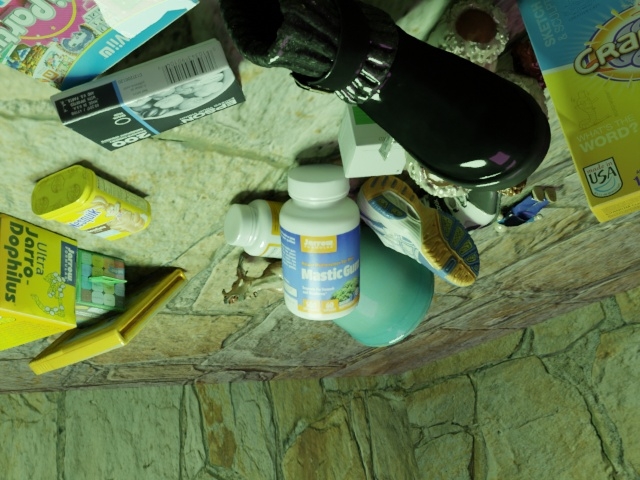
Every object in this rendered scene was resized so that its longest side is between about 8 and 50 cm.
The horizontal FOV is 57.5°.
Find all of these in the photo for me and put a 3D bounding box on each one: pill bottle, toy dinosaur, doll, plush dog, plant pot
[{"bbox_3d":[0.000,0.000,1.105,0.152,0.152,0.272,-6,116,-8],"label":"pill bottle"},{"bbox_3d":[-0.110,0.090,1.484,0.200,0.127,0.296,-11,171,24],"label":"toy dinosaur"},{"bbox_3d":[0.490,-0.066,1.420,0.129,0.046,0.189,2,155,-22],"label":"doll"},{"bbox_3d":[0.227,-0.187,0.856,0.225,0.262,0.210,9,-174,-17],"label":"plush dog"},{"bbox_3d":[-0.086,-0.022,1.212,0.215,0.117,0.117,7,153,-33],"label":"pill bottle"},{"bbox_3d":[0.085,0.078,1.362,0.272,0.271,0.255,-24,139,32],"label":"plant pot"}]

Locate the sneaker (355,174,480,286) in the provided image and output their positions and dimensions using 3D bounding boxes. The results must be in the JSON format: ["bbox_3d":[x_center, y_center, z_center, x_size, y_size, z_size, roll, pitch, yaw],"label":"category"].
[{"bbox_3d":[0.198,-0.014,1.207,0.112,0.296,0.131,-45,177,-24],"label":"sneaker"}]

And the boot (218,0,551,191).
[{"bbox_3d":[0.059,-0.187,0.632,0.260,0.348,0.131,16,109,-50],"label":"boot"}]

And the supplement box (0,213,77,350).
[{"bbox_3d":[-0.703,0.111,1.197,0.357,0.194,0.195,-18,156,20],"label":"supplement box"}]

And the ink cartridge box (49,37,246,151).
[{"bbox_3d":[-0.205,-0.177,0.762,0.206,0.045,0.208,-20,179,0],"label":"ink cartridge box"}]

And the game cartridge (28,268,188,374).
[{"bbox_3d":[-0.520,0.197,1.442,0.324,0.052,0.285,-20,-162,27],"label":"game cartridge"}]

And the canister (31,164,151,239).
[{"bbox_3d":[-0.407,-0.062,1.055,0.126,0.073,0.170,-17,158,20],"label":"canister"}]

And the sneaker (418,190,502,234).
[{"bbox_3d":[0.271,-0.064,1.241,0.146,0.122,0.330,-6,157,-12],"label":"sneaker"}]

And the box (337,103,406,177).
[{"bbox_3d":[0.090,-0.167,0.969,0.101,0.087,0.102,-5,158,-10],"label":"box"}]

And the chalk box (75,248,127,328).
[{"bbox_3d":[-0.537,0.106,1.336,0.213,0.132,0.132,-23,153,28],"label":"chalk box"}]

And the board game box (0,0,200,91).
[{"bbox_3d":[-0.299,-0.282,0.537,0.224,0.097,0.303,-22,155,29],"label":"board game box"}]

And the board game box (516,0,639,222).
[{"bbox_3d":[0.395,-0.210,0.684,0.242,0.316,0.064,-24,153,30],"label":"board game box"}]
